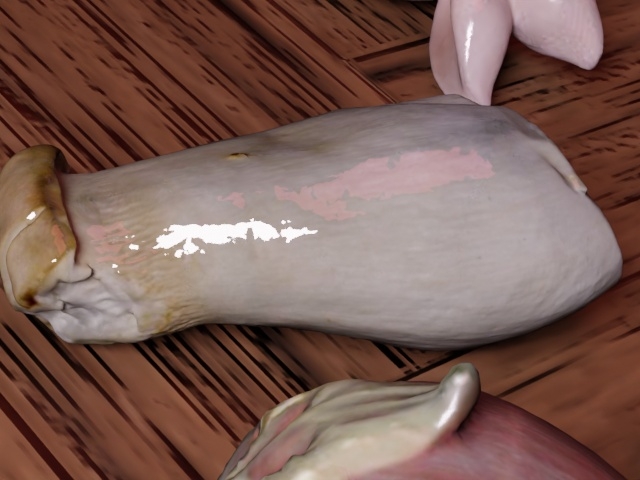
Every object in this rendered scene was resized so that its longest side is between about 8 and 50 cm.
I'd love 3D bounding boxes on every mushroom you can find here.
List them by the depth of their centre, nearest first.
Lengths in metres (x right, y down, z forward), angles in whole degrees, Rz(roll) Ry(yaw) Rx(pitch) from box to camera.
[{"bbox_3d":[0.000,0.000,0.581,0.225,0.093,0.116,-14,31,-21],"label":"mushroom"}]

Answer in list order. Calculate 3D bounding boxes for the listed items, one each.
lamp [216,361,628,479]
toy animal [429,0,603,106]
[{"bbox_3d":[0.042,0.115,0.408,0.223,0.151,0.215,39,33,-13],"label":"lamp"},{"bbox_3d":[0.051,-0.160,0.770,0.124,0.124,0.212,-15,44,-34],"label":"toy animal"}]
